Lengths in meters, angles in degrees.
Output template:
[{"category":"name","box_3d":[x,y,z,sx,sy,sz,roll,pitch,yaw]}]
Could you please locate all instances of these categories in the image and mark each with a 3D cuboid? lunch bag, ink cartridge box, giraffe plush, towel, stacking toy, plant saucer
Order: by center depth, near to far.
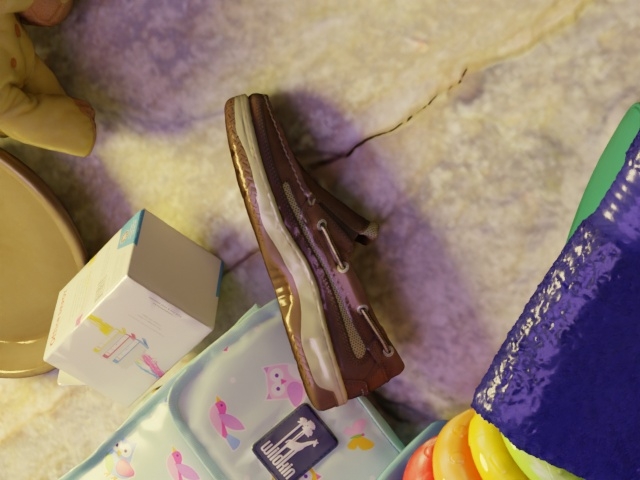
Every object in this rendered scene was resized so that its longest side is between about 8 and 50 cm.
[{"category":"towel","box_3d":[0.261,0.030,0.988,0.228,0.076,0.308,27,109,-10]},{"category":"stacking toy","box_3d":[0.180,0.147,1.133,0.175,0.166,0.302,41,128,8]},{"category":"giraffe plush","box_3d":[-0.269,-0.174,1.270,0.181,0.210,0.170,14,91,29]},{"category":"lunch bag","box_3d":[-0.059,0.202,1.317,0.262,0.160,0.223,-41,85,22]},{"category":"ink cartridge box","box_3d":[-0.163,0.064,1.323,0.090,0.092,0.143,34,124,-22]},{"category":"plant saucer","box_3d":[-0.324,0.007,1.423,0.278,0.041,0.278,13,129,17]}]

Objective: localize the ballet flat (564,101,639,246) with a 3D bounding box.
[{"category":"ballet flat","box_3d":[0.257,-0.078,1.026,0.106,0.107,0.316,14,125,-6]}]

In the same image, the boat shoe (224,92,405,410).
[{"category":"boat shoe","box_3d":[-0.001,0.000,1.238,0.095,0.095,0.257,-18,94,-4]}]
